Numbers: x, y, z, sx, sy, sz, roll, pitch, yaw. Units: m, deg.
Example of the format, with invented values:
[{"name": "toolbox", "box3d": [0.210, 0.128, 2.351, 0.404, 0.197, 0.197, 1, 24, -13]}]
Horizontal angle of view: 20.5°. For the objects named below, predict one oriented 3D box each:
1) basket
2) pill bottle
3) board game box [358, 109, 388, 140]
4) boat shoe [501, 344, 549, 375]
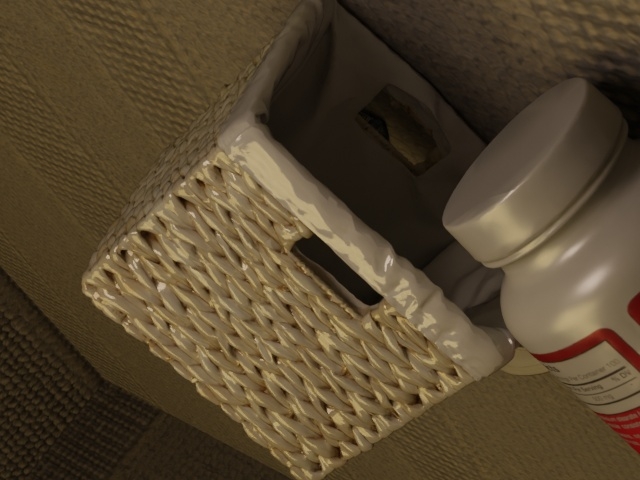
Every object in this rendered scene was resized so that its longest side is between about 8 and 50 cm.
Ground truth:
[{"name": "basket", "box3d": [0.000, 0.000, 1.686, 0.328, 0.331, 0.266, 42, 118, -11]}, {"name": "pill bottle", "box3d": [0.307, 0.059, 1.525, 0.407, 0.229, 0.229, 43, 162, -12]}, {"name": "board game box", "box3d": [-0.059, -0.088, 1.943, 0.194, 0.194, 0.060, 30, 162, 23]}, {"name": "boat shoe", "box3d": [0.196, 0.081, 2.018, 0.096, 0.098, 0.277, 47, 162, -27]}]
